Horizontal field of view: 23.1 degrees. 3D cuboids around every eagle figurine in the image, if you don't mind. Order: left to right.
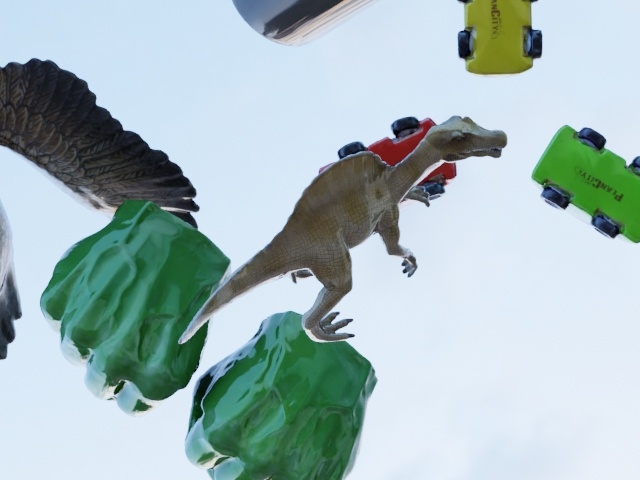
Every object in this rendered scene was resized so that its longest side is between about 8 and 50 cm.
[{"bbox_3d":[-0.260,-0.072,1.263,0.225,0.226,0.298,-31,-88,-47],"label":"eagle figurine"}]

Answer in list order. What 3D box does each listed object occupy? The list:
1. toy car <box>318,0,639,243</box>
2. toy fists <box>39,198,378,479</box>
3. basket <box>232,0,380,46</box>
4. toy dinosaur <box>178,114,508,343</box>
[{"bbox_3d":[0.146,-0.068,1.130,0.239,0.225,0.053,-57,-9,-4],"label":"toy car"},{"bbox_3d":[-0.089,0.099,1.204,0.096,0.279,0.142,-41,15,46],"label":"toy fists"},{"bbox_3d":[0.012,-0.305,1.592,0.154,0.204,0.227,-13,-17,-37],"label":"basket"},{"bbox_3d":[0.000,0.000,0.701,0.183,0.053,0.092,-34,-30,-21],"label":"toy dinosaur"}]
